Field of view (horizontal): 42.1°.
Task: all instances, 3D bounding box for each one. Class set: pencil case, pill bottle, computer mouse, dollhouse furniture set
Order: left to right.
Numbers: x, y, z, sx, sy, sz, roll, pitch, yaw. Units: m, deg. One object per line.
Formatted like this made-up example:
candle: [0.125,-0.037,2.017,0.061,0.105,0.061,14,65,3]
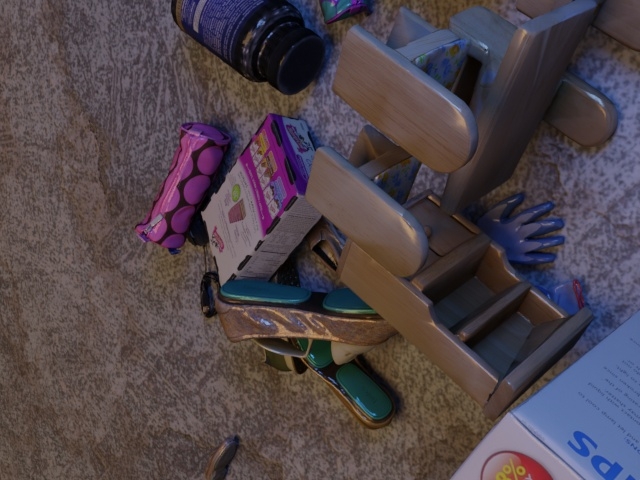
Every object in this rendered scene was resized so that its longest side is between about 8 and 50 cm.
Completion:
pencil case: [-0.222,-0.088,1.329,0.095,0.098,0.209,30,102,25]
computer mouse: [-0.211,0.019,1.425,0.071,0.041,0.242,-1,103,39]
pill bottle: [-0.101,-0.302,1.183,0.219,0.122,0.123,40,125,25]
pencil case: [0.019,-0.368,1.102,0.070,0.064,0.152,-10,97,54]
dollhouse furniture set: [0.196,-0.046,0.859,0.256,0.362,0.394,41,139,22]

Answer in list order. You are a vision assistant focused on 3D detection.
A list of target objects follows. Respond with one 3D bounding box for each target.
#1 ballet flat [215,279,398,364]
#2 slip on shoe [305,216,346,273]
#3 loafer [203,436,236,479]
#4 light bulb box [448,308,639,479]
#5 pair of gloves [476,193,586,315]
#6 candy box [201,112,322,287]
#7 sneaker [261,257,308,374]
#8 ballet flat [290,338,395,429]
ballet flat: [0.001,0.120,1.199,0.316,0.107,0.106,4,109,19]
slip on shoe: [0.000,0.000,1.241,0.135,0.041,0.051,51,129,17]
loafer: [-0.189,0.399,1.518,0.039,0.045,0.125,43,129,30]
light bulb box: [0.276,0.300,0.887,0.225,0.361,0.358,43,127,22]
pair of gloves: [0.253,0.045,1.058,0.159,0.023,0.198,-21,88,43]
candy box: [-0.085,-0.051,1.244,0.233,0.071,0.159,-48,47,37]
sneaker: [-0.075,0.120,1.323,0.086,0.064,0.192,0,105,36]
ballet flat: [0.022,0.195,1.264,0.232,0.080,0.073,52,159,19]
